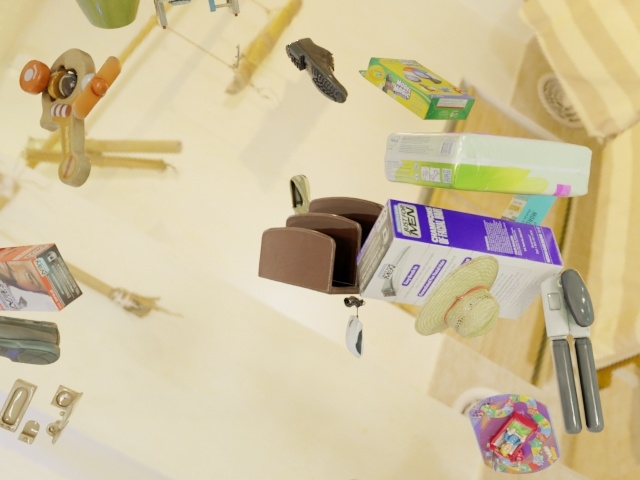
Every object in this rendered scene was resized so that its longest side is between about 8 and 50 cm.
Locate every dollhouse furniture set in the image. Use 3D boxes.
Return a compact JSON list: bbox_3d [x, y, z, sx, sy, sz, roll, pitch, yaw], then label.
[{"bbox_3d":[-0.187,-0.386,1.077,0.184,0.129,0.129,-124,23,-61],"label":"dollhouse furniture set"},{"bbox_3d":[-0.654,0.397,1.642,0.144,0.151,0.123,-64,8,-1],"label":"dollhouse furniture set"}]

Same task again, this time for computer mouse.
[{"bbox_3d":[0.099,0.263,2.169,0.106,0.042,0.193,12,105,63],"label":"computer mouse"}]

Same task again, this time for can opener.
[{"bbox_3d":[0.442,0.192,1.252,0.095,0.076,0.283,56,-151,-76],"label":"can opener"}]

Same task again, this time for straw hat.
[{"bbox_3d":[0.199,0.094,0.945,0.061,0.144,0.144,50,116,35],"label":"straw hat"}]

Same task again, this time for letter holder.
[{"bbox_3d":[0.000,0.000,1.680,0.302,0.152,0.214,8,95,54],"label":"letter holder"}]

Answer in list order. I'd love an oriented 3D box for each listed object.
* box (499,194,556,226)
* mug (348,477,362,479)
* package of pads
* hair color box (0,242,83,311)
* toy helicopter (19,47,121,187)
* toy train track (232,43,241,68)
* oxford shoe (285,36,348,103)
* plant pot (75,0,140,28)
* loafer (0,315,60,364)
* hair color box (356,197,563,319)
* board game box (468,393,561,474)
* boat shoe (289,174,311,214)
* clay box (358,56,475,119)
[{"bbox_3d":[0.483,-0.058,1.719,0.244,0.060,0.100,-60,8,5],"label":"box"},{"bbox_3d":[0.074,0.444,1.242,0.078,0.064,0.062,-21,33,46],"label":"mug"},{"bbox_3d":[0.289,-0.137,1.281,0.229,0.296,0.101,17,103,62],"label":"package of pads"},{"bbox_3d":[-0.452,0.059,1.104,0.167,0.093,0.053,-5,27,36],"label":"hair color box"},{"bbox_3d":[-0.572,-0.295,1.692,0.235,0.140,0.355,-21,67,26],"label":"toy helicopter"},{"bbox_3d":[-0.231,-0.507,1.981,0.083,0.014,0.048,104,-173,-57],"label":"toy train track"},{"bbox_3d":[0.010,-0.461,1.915,0.096,0.227,0.083,-34,-14,-17],"label":"oxford shoe"},{"bbox_3d":[-0.591,-0.739,1.951,0.293,0.274,0.275,93,-166,-45],"label":"plant pot"},{"bbox_3d":[-0.637,0.176,1.397,0.096,0.267,0.084,-37,46,34],"label":"loafer"},{"bbox_3d":[0.258,0.041,1.370,0.185,0.338,0.110,115,158,-47],"label":"hair color box"},{"bbox_3d":[0.325,0.336,1.207,0.133,0.169,0.033,-12,21,21],"label":"board game box"},{"bbox_3d":[-0.058,-0.096,2.115,0.068,0.190,0.072,-14,6,31],"label":"boat shoe"},{"bbox_3d":[0.188,-0.313,1.446,0.222,0.127,0.053,46,129,38],"label":"clay box"}]
